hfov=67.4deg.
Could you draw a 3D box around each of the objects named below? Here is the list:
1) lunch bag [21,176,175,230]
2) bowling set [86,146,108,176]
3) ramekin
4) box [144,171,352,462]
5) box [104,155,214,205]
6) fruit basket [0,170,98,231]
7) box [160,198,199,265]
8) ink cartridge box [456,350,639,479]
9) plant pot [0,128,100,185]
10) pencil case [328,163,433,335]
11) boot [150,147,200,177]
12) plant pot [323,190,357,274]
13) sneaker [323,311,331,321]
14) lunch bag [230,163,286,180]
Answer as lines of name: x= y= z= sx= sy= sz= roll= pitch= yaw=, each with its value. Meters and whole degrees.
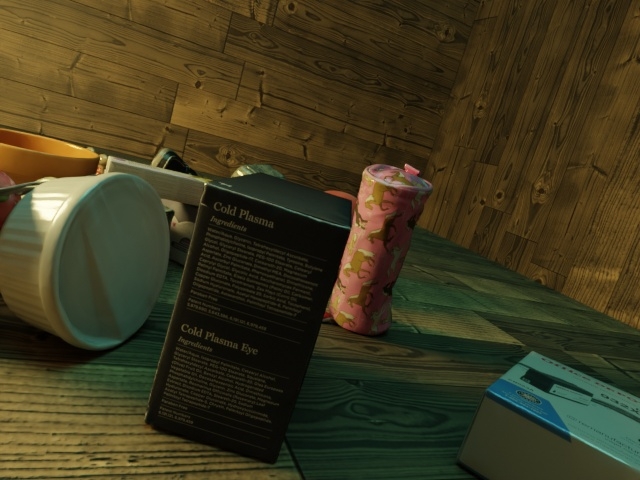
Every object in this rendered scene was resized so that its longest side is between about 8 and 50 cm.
lunch bag: x=-0.512 y=-0.035 z=1.038 sx=0.235 sy=0.168 sz=0.287 roll=23 pitch=18 yaw=31
bowling set: x=-0.788 y=-0.220 z=1.573 sx=0.287 sy=0.154 sz=0.200 roll=23 pitch=13 yaw=34
ramekin: x=-0.358 y=0.025 z=0.738 sx=0.127 sy=0.272 sz=0.273 roll=7 pitch=9 yaw=12
box: x=-0.080 y=0.075 z=0.719 sx=0.179 sy=0.312 sz=0.343 roll=17 pitch=11 yaw=0
box: x=-0.338 y=-0.128 z=1.145 sx=0.324 sy=0.067 sz=0.063 roll=10 pitch=14 yaw=-29
fruit basket: x=-0.586 y=-0.061 z=0.752 sx=0.353 sy=0.165 sz=0.327 roll=-19 pitch=11 yaw=4
box: x=-0.356 y=-0.037 z=1.270 sx=0.247 sy=0.163 sz=0.142 roll=22 pitch=15 yaw=25
ink cartridge box: x=0.384 y=0.300 z=0.747 sx=0.223 sy=0.128 sz=0.308 roll=23 pitch=13 yaw=33
plant pot: x=-0.714 y=-0.143 z=1.173 sx=0.291 sy=0.203 sz=0.291 roll=16 pitch=10 yaw=-3
pencil case: x=0.132 y=0.021 z=1.090 sx=0.160 sy=0.385 sz=0.167 roll=11 pitch=23 yaw=-3
boot: x=-0.381 y=-0.145 z=1.568 sx=0.284 sy=0.138 sz=0.377 roll=26 pitch=-18 yaw=6
plant pot: x=0.000 y=0.000 z=1.409 sx=0.275 sy=0.274 sz=0.243 roll=20 pitch=21 yaw=18
sneaker: x=-0.026 y=0.143 z=1.101 sx=0.119 sy=0.066 sz=0.042 roll=16 pitch=11 yaw=-3
lunch bag: x=-0.226 y=-0.162 z=1.965 sx=0.256 sy=0.212 sz=0.305 roll=38 pitch=18 yaw=12
